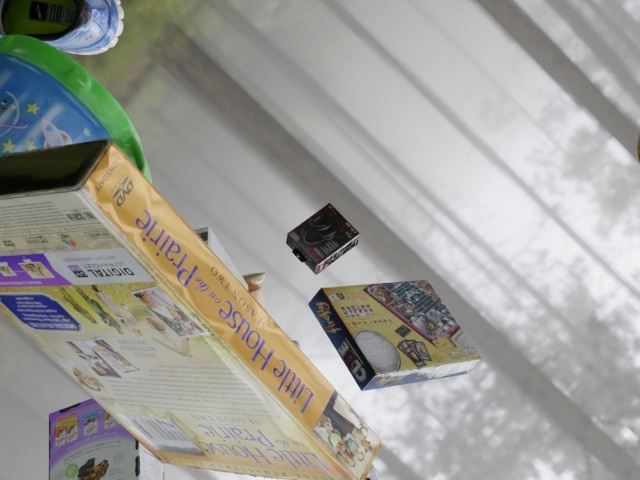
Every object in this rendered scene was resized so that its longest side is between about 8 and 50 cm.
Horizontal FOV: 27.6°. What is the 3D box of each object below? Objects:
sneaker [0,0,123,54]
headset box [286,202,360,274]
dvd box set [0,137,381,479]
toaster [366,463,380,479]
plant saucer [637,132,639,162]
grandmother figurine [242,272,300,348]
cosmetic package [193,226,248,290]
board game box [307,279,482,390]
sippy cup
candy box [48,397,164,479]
[{"bbox_3d":[-0.448,-0.327,1.805,0.147,0.330,0.129,-5,98,-80],"label":"sneaker"},{"bbox_3d":[0.000,0.000,1.709,0.083,0.062,0.032,-35,160,-22],"label":"headset box"},{"bbox_3d":[-0.170,0.081,1.236,0.308,0.420,0.062,-4,-134,45],"label":"dvd box set"},{"bbox_3d":[0.033,0.433,2.219,0.129,0.227,0.146,-17,-162,-22],"label":"toaster"},{"bbox_3d":[0.469,-0.152,1.588,0.200,0.037,0.200,-34,-149,24],"label":"plant saucer"},{"bbox_3d":[-0.108,0.235,2.398,0.208,0.342,0.104,-18,-173,-40],"label":"grandmother figurine"},{"bbox_3d":[-0.222,0.101,2.212,0.151,0.183,0.151,-15,-130,14],"label":"cosmetic package"},{"bbox_3d":[0.115,0.139,1.973,0.243,0.165,0.042,-2,140,-45],"label":"board game box"},{"bbox_3d":[-0.369,-0.087,1.556,0.305,0.240,0.224,3,-133,51],"label":"sippy cup"},{"bbox_3d":[-0.317,0.331,1.927,0.165,0.070,0.196,-20,-125,21],"label":"candy box"}]
